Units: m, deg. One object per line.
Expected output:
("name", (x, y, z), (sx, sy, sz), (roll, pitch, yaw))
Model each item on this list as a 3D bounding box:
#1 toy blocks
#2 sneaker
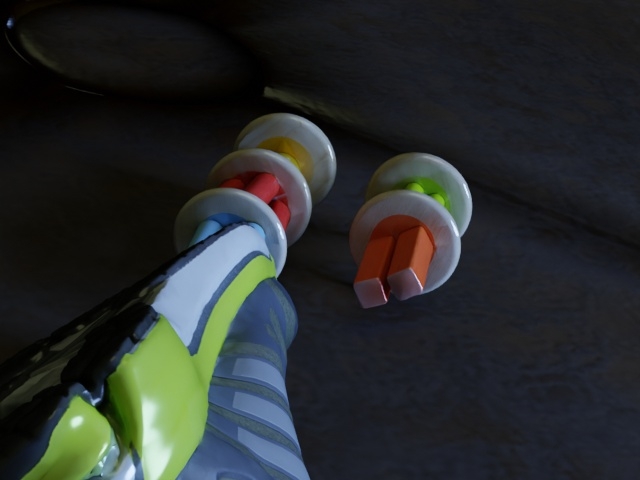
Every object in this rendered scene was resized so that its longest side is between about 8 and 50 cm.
("toy blocks", (0.000, 0.000, 0.876), (0.123, 0.054, 0.148), (16, 26, 6))
("sneaker", (-0.050, 0.080, 0.650), (0.121, 0.111, 0.300), (58, 12, -6))
